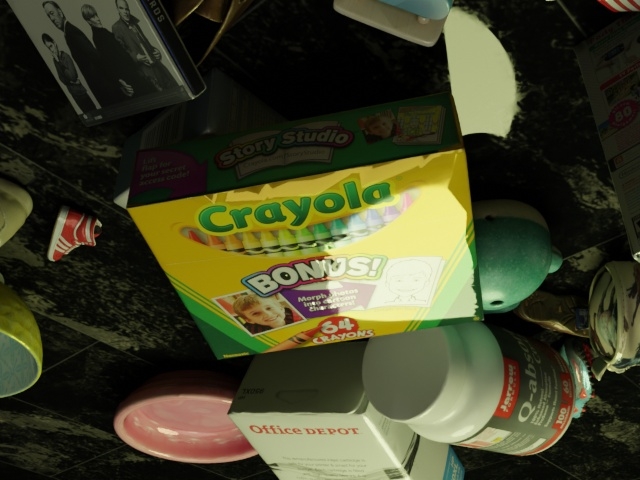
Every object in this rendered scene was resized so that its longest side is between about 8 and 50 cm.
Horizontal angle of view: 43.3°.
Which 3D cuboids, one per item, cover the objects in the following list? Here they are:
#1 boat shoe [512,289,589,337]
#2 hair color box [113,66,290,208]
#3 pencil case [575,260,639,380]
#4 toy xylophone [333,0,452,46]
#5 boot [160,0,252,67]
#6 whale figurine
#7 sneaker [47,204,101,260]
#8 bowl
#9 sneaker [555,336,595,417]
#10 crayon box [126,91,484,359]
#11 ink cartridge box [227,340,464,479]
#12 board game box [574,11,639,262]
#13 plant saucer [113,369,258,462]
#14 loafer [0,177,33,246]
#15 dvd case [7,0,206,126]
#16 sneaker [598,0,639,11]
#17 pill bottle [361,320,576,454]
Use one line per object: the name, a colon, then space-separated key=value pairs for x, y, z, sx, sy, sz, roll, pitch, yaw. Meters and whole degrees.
boat shoe: x=0.399 y=0.121 z=1.361 sx=0.177 sy=0.064 sz=0.060 roll=16 pitch=171 yaw=-18
hair color box: x=-0.064 y=-0.047 z=1.085 sx=0.185 sy=0.114 sz=0.374 roll=-30 pitch=133 yaw=33
pencil case: x=0.627 y=0.131 z=1.276 sx=0.410 sy=0.160 sz=0.184 roll=3 pitch=114 yaw=-5
toy xylophone: x=0.116 y=-0.296 z=0.693 sx=0.236 sy=0.081 sz=0.323 roll=19 pitch=157 yaw=12
boot: x=-0.077 y=-0.271 z=0.786 sx=0.112 sy=0.115 sz=0.305 roll=25 pitch=135 yaw=-27
whale figurine: x=0.253 y=0.056 z=1.199 sx=0.216 sy=0.141 sz=0.272 roll=-5 pitch=146 yaw=6
sneaker: x=-0.367 y=-0.002 z=1.204 sx=0.067 sy=0.042 sz=0.118 roll=17 pitch=138 yaw=-16
bowl: x=-0.575 y=0.120 z=1.272 sx=0.289 sy=0.156 sz=0.290 roll=0 pitch=143 yaw=0
sneaker: x=0.441 y=0.267 z=1.514 sx=0.125 sy=0.104 sz=0.262 roll=-2 pitch=143 yaw=6
crayon box: x=0.000 y=0.000 z=0.968 sx=0.362 sy=0.106 sz=0.313 roll=-10 pitch=140 yaw=8
ink cartridge box: x=0.058 y=0.373 z=1.485 sx=0.285 sy=0.166 sz=0.395 roll=-8 pitch=129 yaw=31
board game box: x=0.398 y=-0.135 z=0.806 sx=0.097 sy=0.304 sz=0.224 roll=29 pitch=135 yaw=-33
plant saucer: x=-0.251 y=0.357 z=1.651 sx=0.331 sy=0.084 sz=0.332 roll=1 pitch=144 yaw=0
loafer: x=-0.528 y=-0.063 z=1.080 sx=0.268 sy=0.092 sz=0.102 roll=17 pitch=140 yaw=-22
dvd case: x=-0.235 y=-0.232 z=0.792 sx=0.179 sy=0.030 sz=0.239 roll=-5 pitch=124 yaw=39
sneaker: x=0.295 y=-0.307 z=0.763 sx=0.128 sy=0.087 sz=0.221 roll=-6 pitch=131 yaw=25
pill bottle: x=0.248 y=0.235 z=1.332 sx=0.210 sy=0.210 sz=0.362 roll=-30 pitch=145 yaw=34
